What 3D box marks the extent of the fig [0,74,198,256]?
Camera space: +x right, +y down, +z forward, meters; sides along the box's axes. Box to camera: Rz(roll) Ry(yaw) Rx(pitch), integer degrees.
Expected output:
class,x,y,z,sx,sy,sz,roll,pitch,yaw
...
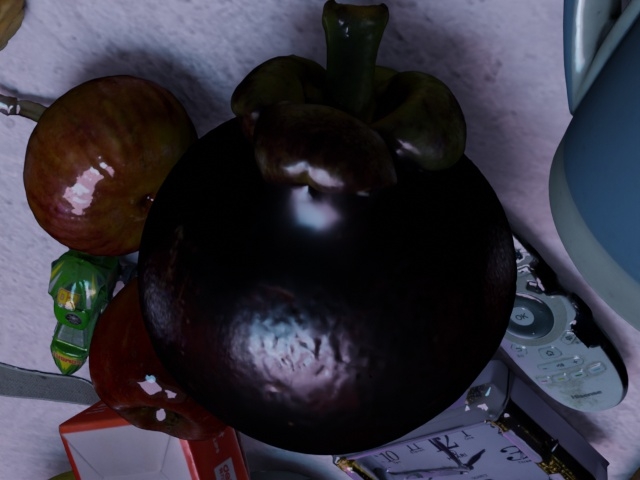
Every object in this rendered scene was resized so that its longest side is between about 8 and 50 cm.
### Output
class,x,y,z,sx,sy,sz,roll,pitch,yaw
fig,-0.182,-0.064,1.214,0.202,0.148,0.149,-161,59,-68

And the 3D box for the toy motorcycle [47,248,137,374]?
class,x,y,z,sx,sy,sz,roll,pitch,yaw
toy motorcycle,-0.225,0.047,1.387,0.074,0.106,0.190,19,141,3

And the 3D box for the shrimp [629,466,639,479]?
class,x,y,z,sx,sy,sz,roll,pitch,yaw
shrimp,0.369,0.260,1.404,0.152,0.063,0.287,16,145,4

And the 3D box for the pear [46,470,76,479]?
class,x,y,z,sx,sy,sz,roll,pitch,yaw
pear,-0.272,0.409,1.716,0.283,0.284,0.284,13,142,10

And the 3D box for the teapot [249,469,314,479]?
class,x,y,z,sx,sy,sz,roll,pitch,yaw
teapot,-0.060,0.355,1.621,0.294,0.129,0.193,21,117,-31

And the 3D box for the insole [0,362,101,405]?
class,x,y,z,sx,sy,sz,roll,pitch,yaw
insole,-0.359,0.165,1.676,0.232,0.003,0.080,8,141,16

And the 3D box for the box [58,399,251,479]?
class,x,y,z,sx,sy,sz,roll,pitch,yaw
box,-0.179,0.235,1.563,0.182,0.099,0.133,-14,97,33

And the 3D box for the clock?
class,x,y,z,sx,sy,sz,roll,pitch,yaw
clock,0.138,0.205,1.428,0.253,0.083,0.186,-22,125,41

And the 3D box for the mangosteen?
class,x,y,z,sx,sy,sz,roll,pitch,yaw
mangosteen,0.006,0.013,1.078,0.297,0.297,0.313,19,156,3

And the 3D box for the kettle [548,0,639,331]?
class,x,y,z,sx,sy,sz,roll,pitch,yaw
kettle,0.281,-0.134,0.857,0.319,0.247,0.342,39,138,19

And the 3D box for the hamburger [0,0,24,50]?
class,x,y,z,sx,sy,sz,roll,pitch,yaw
hamburger,-0.407,-0.197,1.096,0.330,0.209,0.162,33,141,-17

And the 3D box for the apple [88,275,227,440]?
class,x,y,z,sx,sy,sz,roll,pitch,yaw
apple,-0.135,0.098,1.366,0.156,0.158,0.147,8,155,15

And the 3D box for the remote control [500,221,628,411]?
class,x,y,z,sx,sy,sz,roll,pitch,yaw
remote control,0.190,0.062,1.263,0.097,0.045,0.256,-16,126,37
